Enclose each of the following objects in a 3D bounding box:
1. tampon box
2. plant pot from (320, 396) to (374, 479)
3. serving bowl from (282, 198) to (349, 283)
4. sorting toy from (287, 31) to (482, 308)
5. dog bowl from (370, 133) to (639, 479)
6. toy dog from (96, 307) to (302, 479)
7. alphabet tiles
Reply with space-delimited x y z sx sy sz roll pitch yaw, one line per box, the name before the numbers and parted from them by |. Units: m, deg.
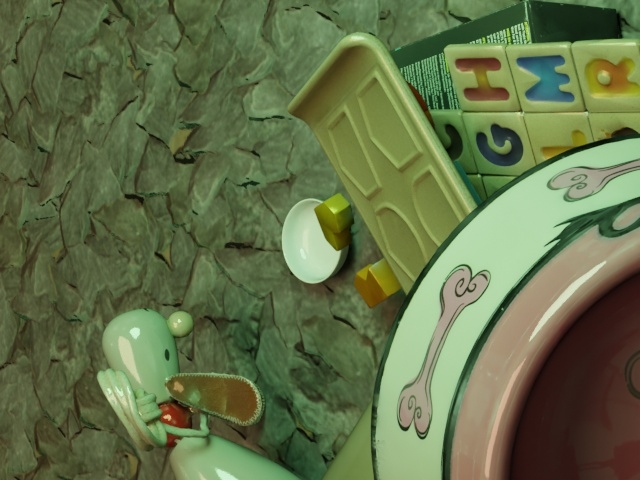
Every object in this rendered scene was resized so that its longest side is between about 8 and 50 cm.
tampon box | 0.158 -0.129 1.398 0.161 0.120 0.101 -15 82 47
plant pot | 0.132 0.222 1.345 0.323 0.323 0.280 17 88 44
serving bowl | 0.000 0.000 1.636 0.083 0.027 0.083 4 95 46
sorting toy | 0.059 -0.041 1.424 0.229 0.041 0.307 56 161 2
dog bowl | 0.247 0.137 1.109 0.150 0.408 0.408 -144 58 -75
toy dog | -0.069 0.201 1.617 0.333 0.161 0.220 60 178 -12
alphabet tiles | 0.227 -0.025 1.298 0.342 0.011 0.285 4 124 39
